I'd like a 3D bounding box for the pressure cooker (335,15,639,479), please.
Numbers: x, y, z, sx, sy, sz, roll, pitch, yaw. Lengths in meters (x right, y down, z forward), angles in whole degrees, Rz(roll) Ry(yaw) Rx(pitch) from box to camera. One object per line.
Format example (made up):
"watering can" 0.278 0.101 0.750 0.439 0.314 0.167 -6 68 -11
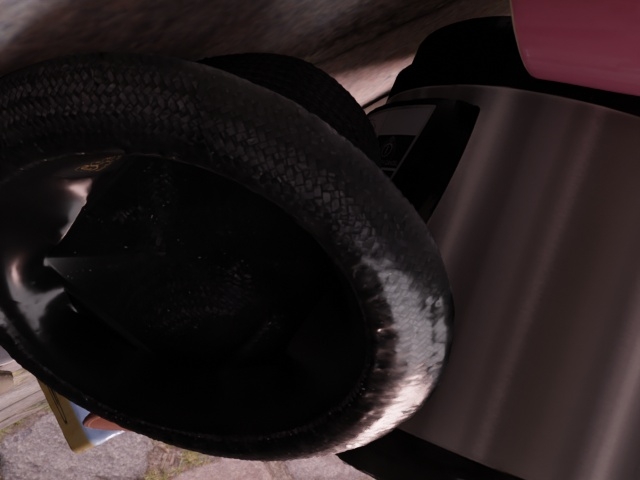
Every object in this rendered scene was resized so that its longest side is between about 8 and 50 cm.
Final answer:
"pressure cooker" 0.194 0.013 0.670 0.375 0.370 0.420 30 80 -60

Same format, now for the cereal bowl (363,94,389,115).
"cereal bowl" 0.117 -0.086 1.012 0.339 0.141 0.339 -28 176 -2

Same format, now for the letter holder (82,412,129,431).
"letter holder" -0.201 0.112 0.830 0.215 0.152 0.302 8 162 -22

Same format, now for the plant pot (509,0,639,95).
"plant pot" 0.200 -0.153 0.419 0.180 0.201 0.201 2 -171 26

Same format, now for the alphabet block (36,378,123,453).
"alphabet block" -0.303 0.180 1.185 0.192 0.193 0.197 -23 174 -27

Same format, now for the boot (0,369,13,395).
"boot" -0.563 0.306 1.263 0.083 0.161 0.246 -30 175 28

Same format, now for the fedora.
"fedora" -0.068 -0.004 0.500 0.334 0.334 0.152 -32 -157 44

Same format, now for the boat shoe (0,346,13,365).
"boat shoe" -0.325 0.077 0.691 0.258 0.095 0.084 -17 179 0
